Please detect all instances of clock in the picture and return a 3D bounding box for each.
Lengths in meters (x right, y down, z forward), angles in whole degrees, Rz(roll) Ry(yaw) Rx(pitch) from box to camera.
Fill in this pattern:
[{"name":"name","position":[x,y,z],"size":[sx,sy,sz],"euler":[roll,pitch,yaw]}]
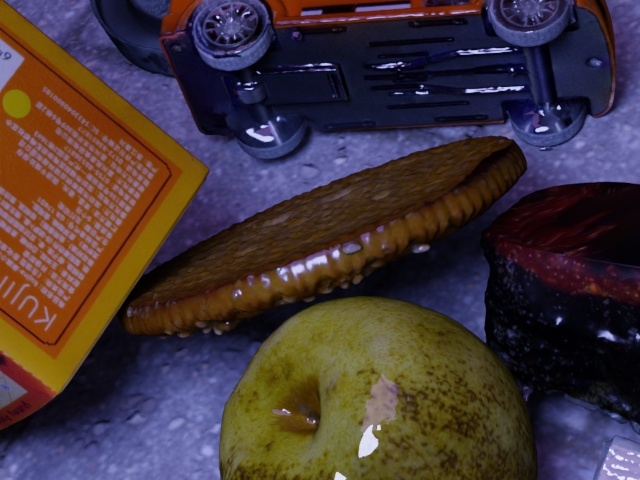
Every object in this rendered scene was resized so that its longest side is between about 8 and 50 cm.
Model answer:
[{"name":"clock","position":[-0.092,-0.230,1.542],"size":[0.215,0.042,0.215],"euler":[-10,51,13]}]

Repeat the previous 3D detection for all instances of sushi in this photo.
[{"name":"sushi","position":[0.214,0.046,1.146],"size":[0.225,0.126,0.136],"euler":[12,32,34]}]

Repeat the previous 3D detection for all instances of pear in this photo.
[{"name":"pear","position":[0.040,0.137,1.115],"size":[0.197,0.197,0.197],"euler":[-10,50,12]}]

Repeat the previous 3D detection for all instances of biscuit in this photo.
[{"name":"biscuit","position":[0.000,0.000,1.221],"size":[0.305,0.038,0.305],"euler":[-22,9,3]}]

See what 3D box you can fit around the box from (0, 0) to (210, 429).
[{"name":"box","position":[-0.281,-0.028,1.232],"size":[0.259,0.283,0.214],"euler":[-26,28,58]}]

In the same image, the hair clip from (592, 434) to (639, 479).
[{"name":"hair clip","position":[0.166,0.219,1.058],"size":[0.159,0.071,0.218],"euler":[13,53,25]}]

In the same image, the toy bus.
[{"name":"toy bus","position":[0.056,-0.162,1.351],"size":[0.329,0.143,0.153],"euler":[-2,57,14]}]
